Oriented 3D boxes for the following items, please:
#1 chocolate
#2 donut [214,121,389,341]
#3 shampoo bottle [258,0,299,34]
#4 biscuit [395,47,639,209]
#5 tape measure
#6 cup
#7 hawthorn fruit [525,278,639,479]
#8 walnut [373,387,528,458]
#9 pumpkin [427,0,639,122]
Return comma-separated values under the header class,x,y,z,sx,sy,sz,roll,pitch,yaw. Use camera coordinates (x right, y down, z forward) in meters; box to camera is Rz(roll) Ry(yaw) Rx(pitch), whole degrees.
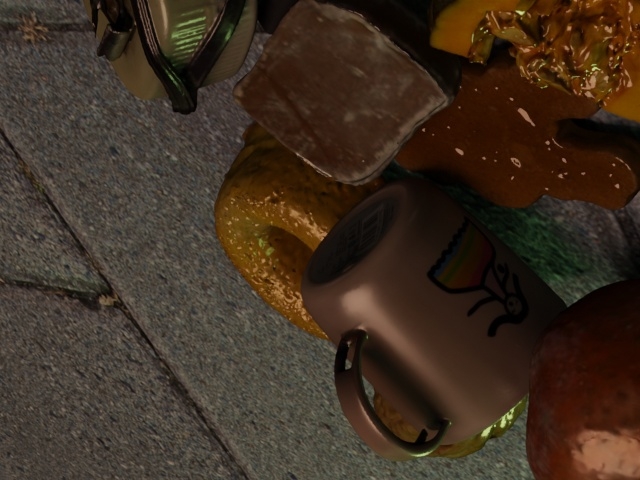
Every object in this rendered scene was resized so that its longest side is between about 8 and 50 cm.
class,x,y,z,sx,sy,sz,roll,pitch,yaw
chocolate,0.033,-0.152,1.575,0.157,0.080,0.254,40,152,-3
donut,0.002,0.002,1.878,0.277,0.108,0.277,30,151,18
shampoo bottle,-0.001,-0.283,1.484,0.098,0.071,0.309,61,156,9
biscuit,0.162,-0.104,1.590,0.295,0.044,0.186,7,135,48
tape measure,-0.144,-0.249,1.580,0.231,0.133,0.271,65,156,19
cup,0.088,0.082,1.682,0.200,0.253,0.191,44,144,-18
hawthorn fruit,0.313,0.145,1.599,0.263,0.235,0.231,-11,155,12
walnut,0.141,0.155,1.895,0.155,0.155,0.184,44,153,-9
pumpkin,0.216,-0.180,1.344,0.248,0.126,0.131,23,146,-8
